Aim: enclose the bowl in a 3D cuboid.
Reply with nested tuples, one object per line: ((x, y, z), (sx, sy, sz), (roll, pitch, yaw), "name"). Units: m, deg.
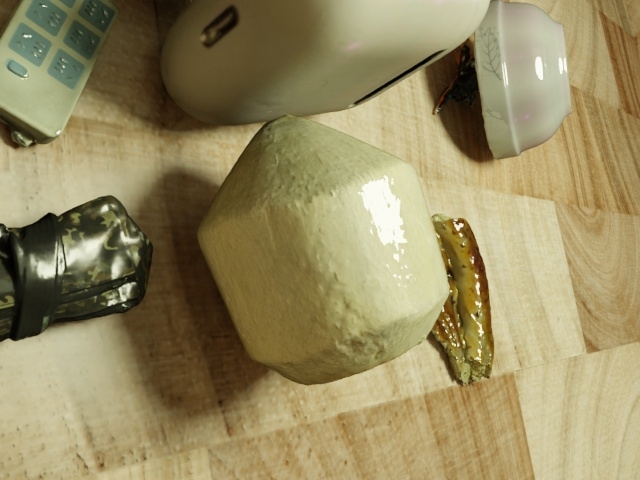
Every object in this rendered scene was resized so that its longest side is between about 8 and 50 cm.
((0.369, -0.295, 1.214), (0.287, 0.143, 0.287), (-5, 90, -68), "bowl")

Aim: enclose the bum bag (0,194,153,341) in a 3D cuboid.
((-0.243, 0.030, 0.542), (0.248, 0.069, 0.102), (-19, 114, -49), "bum bag")

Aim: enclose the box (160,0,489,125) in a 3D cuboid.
((0.013, -0.236, 0.753), (0.349, 0.288, 0.141), (-21, 87, -49), "box")

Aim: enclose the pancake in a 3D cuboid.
((0.181, 0.080, 1.006), (0.244, 0.057, 0.266), (11, 69, -45), "pancake")

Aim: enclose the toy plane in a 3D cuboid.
((0.255, -0.280, 1.213), (0.188, 0.062, 0.135), (-60, 144, -38), "toy plane")

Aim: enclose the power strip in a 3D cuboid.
((-0.254, -0.177, 0.629), (0.081, 0.035, 0.192), (36, 52, -35), "power strip")

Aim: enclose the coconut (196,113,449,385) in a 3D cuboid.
((0.000, 0.000, 0.696), (0.237, 0.237, 0.266), (-29, 96, -49), "coconut")
